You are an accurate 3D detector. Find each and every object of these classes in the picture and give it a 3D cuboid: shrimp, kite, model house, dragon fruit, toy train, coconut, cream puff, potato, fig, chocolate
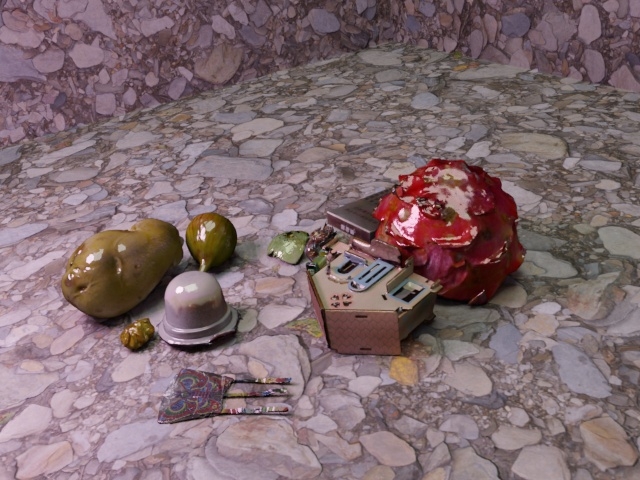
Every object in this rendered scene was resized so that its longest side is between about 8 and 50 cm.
[{"bbox_3d":[0.000,0.000,1.683,0.090,0.079,0.233,-39,17,25],"label":"shrimp"},{"bbox_3d":[-0.196,0.325,1.239,0.285,0.015,0.152,-4,33,12],"label":"kite"},{"bbox_3d":[0.079,0.127,1.356,0.326,0.169,0.244,24,47,37],"label":"model house"},{"bbox_3d":[0.332,-0.050,1.454,0.370,0.249,0.386,-10,49,-22],"label":"dragon fruit"},{"bbox_3d":[0.008,0.073,1.550,0.050,0.081,0.122,7,33,35],"label":"toy train"},{"bbox_3d":[-0.093,0.010,1.703,0.133,0.055,0.158,-6,29,0],"label":"coconut"},{"bbox_3d":[-0.441,0.222,1.423,0.083,0.058,0.083,-21,31,-18],"label":"cream puff"},{"bbox_3d":[-0.514,0.060,1.570,0.350,0.203,0.218,-29,37,-32],"label":"potato"},{"bbox_3d":[-0.321,0.031,1.642,0.151,0.152,0.259,-2,37,11],"label":"fig"},{"bbox_3d":[-0.300,0.153,1.423,0.221,0.147,0.221,-3,32,2],"label":"chocolate"}]

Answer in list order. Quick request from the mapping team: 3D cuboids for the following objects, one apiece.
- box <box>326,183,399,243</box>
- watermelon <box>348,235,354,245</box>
[{"bbox_3d":[0.197,-0.085,1.673,0.324,0.047,0.180,-22,33,-33],"label":"box"},{"bbox_3d":[0.111,0.057,1.590,0.101,0.080,0.155,26,26,-12],"label":"watermelon"}]
